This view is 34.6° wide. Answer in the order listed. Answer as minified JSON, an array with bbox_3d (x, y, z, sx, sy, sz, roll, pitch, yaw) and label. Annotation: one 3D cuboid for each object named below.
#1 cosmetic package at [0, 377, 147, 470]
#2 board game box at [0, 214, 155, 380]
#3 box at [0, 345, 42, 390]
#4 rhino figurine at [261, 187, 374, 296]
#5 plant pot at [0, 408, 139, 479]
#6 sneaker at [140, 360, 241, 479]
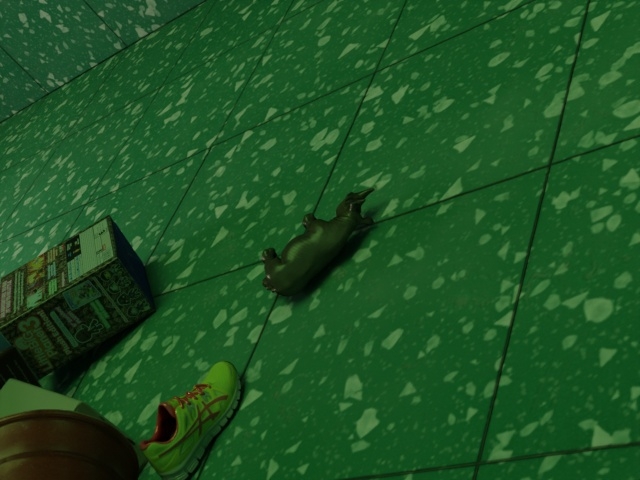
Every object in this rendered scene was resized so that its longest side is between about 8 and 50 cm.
[{"bbox_3d":[-0.431,0.328,1.686,0.309,0.160,0.113,-2,48,54],"label":"cosmetic package"},{"bbox_3d":[-0.500,0.114,2.046,0.291,0.141,0.232,-31,27,-1],"label":"board game box"},{"bbox_3d":[-0.627,0.327,1.872,0.168,0.167,0.203,-24,10,31],"label":"box"},{"bbox_3d":[0.000,0.000,1.674,0.243,0.073,0.106,-42,23,-1],"label":"rhino figurine"},{"bbox_3d":[-0.379,0.420,1.398,0.272,0.272,0.265,-36,35,14],"label":"plant pot"},{"bbox_3d":[-0.195,0.257,1.541,0.081,0.094,0.208,-13,38,47],"label":"sneaker"}]
